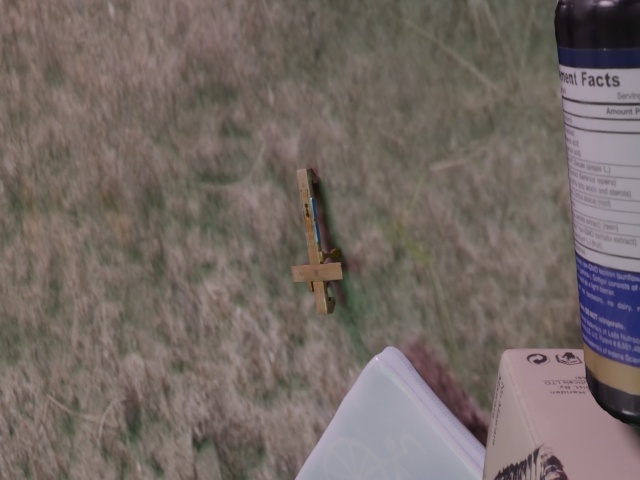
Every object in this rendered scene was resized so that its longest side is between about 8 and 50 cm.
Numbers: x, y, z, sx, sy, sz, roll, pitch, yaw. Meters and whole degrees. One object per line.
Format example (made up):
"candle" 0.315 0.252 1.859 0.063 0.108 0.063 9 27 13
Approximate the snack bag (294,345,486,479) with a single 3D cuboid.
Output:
"snack bag" 0.072 0.264 0.748 0.323 0.037 0.343 45 130 24

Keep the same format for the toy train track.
"toy train track" 0.000 0.000 0.746 0.048 0.014 0.083 -5 94 54

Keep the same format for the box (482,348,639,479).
"box" 0.129 0.150 0.492 0.275 0.094 0.113 -96 9 -68

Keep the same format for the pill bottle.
"pill bottle" 0.153 -0.046 0.493 0.122 0.122 0.219 5 107 45
